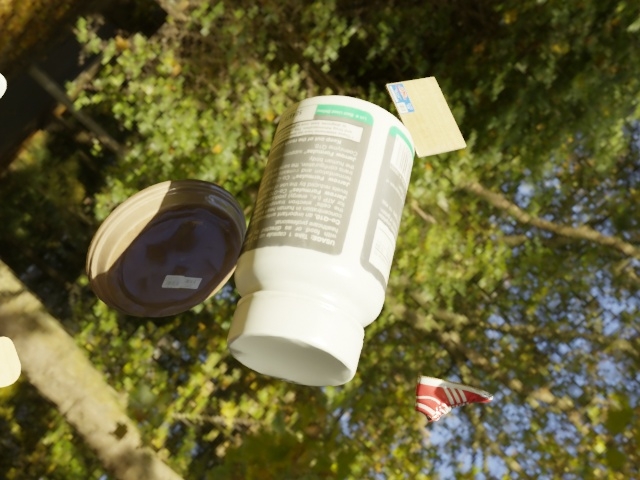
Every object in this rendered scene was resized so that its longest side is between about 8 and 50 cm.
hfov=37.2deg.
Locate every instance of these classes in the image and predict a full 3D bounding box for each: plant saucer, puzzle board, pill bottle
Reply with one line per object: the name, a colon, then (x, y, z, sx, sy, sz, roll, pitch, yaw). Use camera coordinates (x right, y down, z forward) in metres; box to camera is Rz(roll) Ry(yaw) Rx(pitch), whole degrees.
plant saucer: (-0.242, 0.024, 1.556, 0.278, 0.278, 0.041, -44, -131, 7)
puzzle board: (0.162, -0.192, 1.476, 0.096, 0.128, 0.011, -14, 164, -31)
pill bottle: (0.000, 0.000, 1.298, 0.204, 0.204, 0.360, -28, -139, 53)

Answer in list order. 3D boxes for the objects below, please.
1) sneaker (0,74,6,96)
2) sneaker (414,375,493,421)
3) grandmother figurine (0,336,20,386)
sneaker: (-0.510, -0.197, 1.312, 0.083, 0.071, 0.191, 15, -153, 38)
sneaker: (0.202, 0.251, 1.458, 0.042, 0.119, 0.067, 94, 8, -79)
grandmother figurine: (-0.624, 0.172, 1.481, 0.343, 0.208, 0.103, 2, -100, 43)
